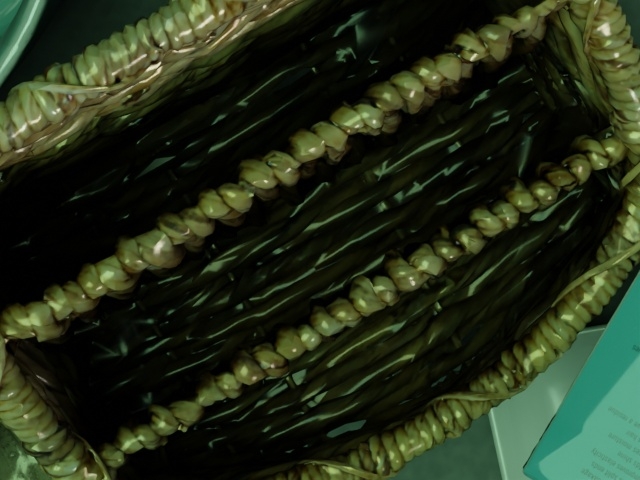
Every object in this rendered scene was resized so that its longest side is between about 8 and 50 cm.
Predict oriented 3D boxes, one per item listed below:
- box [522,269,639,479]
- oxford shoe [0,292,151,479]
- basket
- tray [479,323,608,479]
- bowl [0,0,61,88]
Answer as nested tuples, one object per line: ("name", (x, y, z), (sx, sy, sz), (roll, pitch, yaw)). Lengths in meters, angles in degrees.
("box", (0.184, 0.013, 0.703), (0.060, 0.100, 0.244), (31, 95, 17))
("oxford shoe", (-0.161, 0.167, 0.837), (0.130, 0.123, 0.348), (26, 105, 7))
("basket", (0.000, 0.000, 0.673), (0.299, 0.223, 0.213), (-30, 89, -3))
("tray", (0.222, 0.098, 0.770), (0.270, 0.030, 0.145), (-10, 96, 16))
("bowl", (-0.236, -0.183, 0.777), (0.311, 0.163, 0.311), (3, 100, 15))
